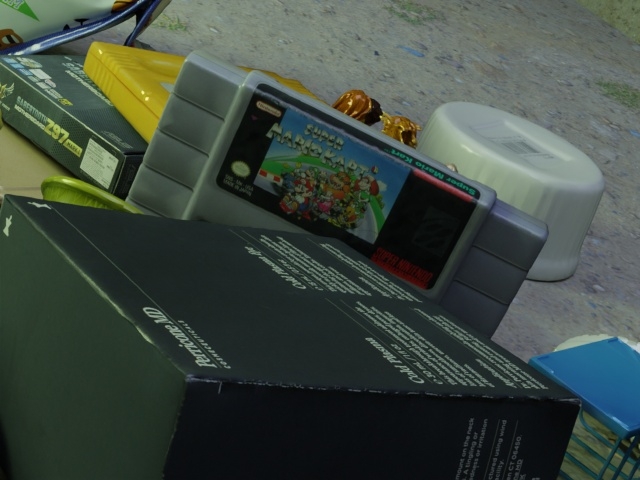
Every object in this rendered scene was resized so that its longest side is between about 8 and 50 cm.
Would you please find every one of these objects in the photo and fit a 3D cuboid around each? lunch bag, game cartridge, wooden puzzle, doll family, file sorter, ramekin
[{"bbox_3d":[-0.290,-0.360,1.709,0.385,0.239,0.328,-16,21,9],"label":"lunch bag"},{"bbox_3d":[-0.063,-0.112,1.495,0.285,0.053,0.324,4,30,-40],"label":"game cartridge"},{"bbox_3d":[-0.327,-0.082,1.455,0.238,0.044,0.221,17,23,-13],"label":"wooden puzzle"},{"bbox_3d":[0.000,0.000,1.264,0.355,0.230,0.068,26,27,2],"label":"game cartridge"},{"bbox_3d":[0.059,-0.087,1.680,0.118,0.163,0.263,3,29,-40],"label":"doll family"},{"bbox_3d":[0.272,0.177,1.365,0.118,0.104,0.170,38,27,31],"label":"file sorter"},{"bbox_3d":[0.243,-0.075,1.872,0.277,0.135,0.277,20,22,-8],"label":"ramekin"}]

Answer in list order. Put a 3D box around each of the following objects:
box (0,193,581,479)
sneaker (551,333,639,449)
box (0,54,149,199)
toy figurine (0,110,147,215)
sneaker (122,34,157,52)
[{"bbox_3d":[-0.053,0.116,1.017,0.312,0.179,0.343,9,15,-33],"label":"box"},{"bbox_3d":[0.343,0.179,1.465,0.235,0.090,0.095,27,32,13],"label":"sneaker"},{"bbox_3d":[-0.227,-0.127,1.511,0.232,0.059,0.183,36,25,29],"label":"box"},{"bbox_3d":[-0.336,0.011,1.184,0.362,0.191,0.217,30,52,-1],"label":"toy figurine"},{"bbox_3d":[-0.194,-0.165,1.718,0.111,0.103,0.252,18,23,-33],"label":"sneaker"}]
